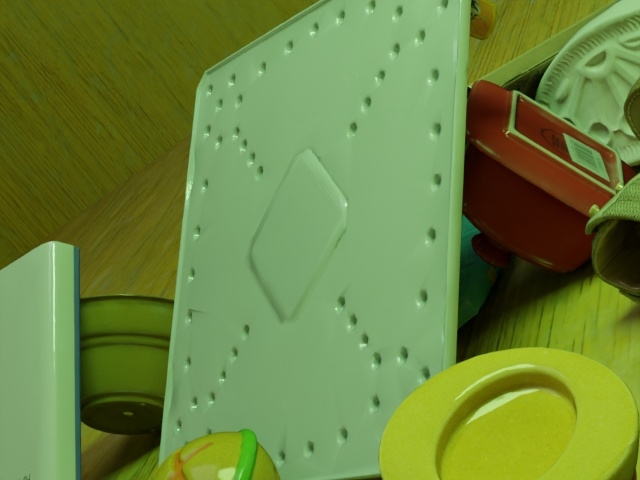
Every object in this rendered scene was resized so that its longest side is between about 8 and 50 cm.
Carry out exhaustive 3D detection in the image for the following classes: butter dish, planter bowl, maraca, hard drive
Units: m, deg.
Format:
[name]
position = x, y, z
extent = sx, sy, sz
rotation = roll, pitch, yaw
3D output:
[butter dish]
position = 0.160, -0.031, 1.141
extent = 0.118, 0.159, 0.160
rotation = -58, 5, 24
[planter bowl]
position = -0.194, 0.140, 1.488
extent = 0.217, 0.217, 0.090
rotation = -27, 53, 41
[maraca]
position = -0.087, 0.209, 1.061
extent = 0.186, 0.099, 0.127
rotation = -55, 11, 44
[hard drive]
position = -0.298, 0.184, 1.396
extent = 0.210, 0.040, 0.319
rotation = -27, 58, 42

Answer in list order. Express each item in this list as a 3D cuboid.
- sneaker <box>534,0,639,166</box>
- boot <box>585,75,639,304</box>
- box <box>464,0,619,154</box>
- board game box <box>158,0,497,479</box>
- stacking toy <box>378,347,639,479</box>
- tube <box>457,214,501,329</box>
[sneaker]
position = 0.347, -0.188, 1.217
extent = 0.236, 0.130, 0.323
rotation = -29, -9, -45
[boot]
position = 0.250, -0.048, 1.015
extent = 0.203, 0.095, 0.262
rotation = -43, 19, -15
[box]
position = 0.185, -0.116, 1.305
extent = 0.201, 0.021, 0.164
rotation = -32, -25, -31
[board game box]
position = 0.000, 0.000, 1.142
extent = 0.390, 0.050, 0.390
rotation = -20, 61, 54
[stacking toy]
position = 0.133, 0.194, 0.596
extent = 0.279, 0.130, 0.309
rotation = 1, 37, 29
[tube]
position = 0.130, 0.016, 1.229
extent = 0.080, 0.052, 0.207
rotation = -47, 8, 41
